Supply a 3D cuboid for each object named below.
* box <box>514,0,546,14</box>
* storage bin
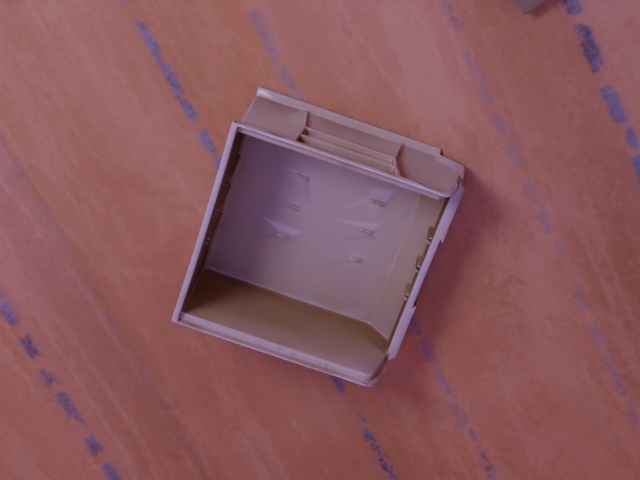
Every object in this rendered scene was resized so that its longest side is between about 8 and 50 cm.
[{"bbox_3d":[0.246,-0.348,1.364,0.201,0.021,0.164,-31,109,23],"label":"box"},{"bbox_3d":[0.000,0.000,1.527,0.260,0.123,0.262,19,118,-1],"label":"storage bin"}]
